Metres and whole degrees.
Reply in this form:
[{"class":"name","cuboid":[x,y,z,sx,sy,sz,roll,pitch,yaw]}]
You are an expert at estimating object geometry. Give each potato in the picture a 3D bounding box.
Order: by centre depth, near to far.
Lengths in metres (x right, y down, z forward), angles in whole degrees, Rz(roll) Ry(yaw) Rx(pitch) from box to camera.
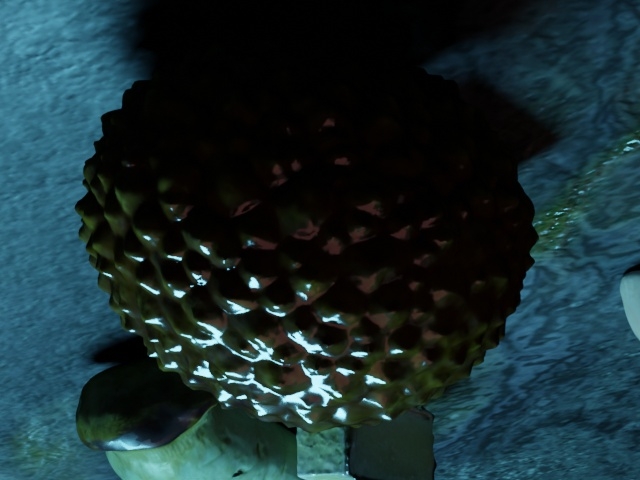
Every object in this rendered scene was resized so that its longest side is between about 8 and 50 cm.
[{"class":"potato","cuboid":[0.034,0.157,1.286,0.061,0.086,0.122,-15,156,35]}]

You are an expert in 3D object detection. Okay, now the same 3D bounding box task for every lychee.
[{"class":"lychee","cuboid":[0.000,0.000,0.783,0.200,0.200,0.238,-27,139,33]}]

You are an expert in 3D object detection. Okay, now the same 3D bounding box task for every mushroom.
[{"class":"mushroom","cuboid":[-0.080,0.158,1.241,0.107,0.087,0.333,-16,158,9]}]

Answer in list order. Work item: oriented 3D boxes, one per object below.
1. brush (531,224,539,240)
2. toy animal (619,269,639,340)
[{"class":"brush","cuboid":[0.012,0.002,0.954,0.197,0.059,0.123,-22,157,26]},{"class":"toy animal","cuboid":[0.328,0.058,1.047,0.269,0.237,0.326,-31,146,21]}]
